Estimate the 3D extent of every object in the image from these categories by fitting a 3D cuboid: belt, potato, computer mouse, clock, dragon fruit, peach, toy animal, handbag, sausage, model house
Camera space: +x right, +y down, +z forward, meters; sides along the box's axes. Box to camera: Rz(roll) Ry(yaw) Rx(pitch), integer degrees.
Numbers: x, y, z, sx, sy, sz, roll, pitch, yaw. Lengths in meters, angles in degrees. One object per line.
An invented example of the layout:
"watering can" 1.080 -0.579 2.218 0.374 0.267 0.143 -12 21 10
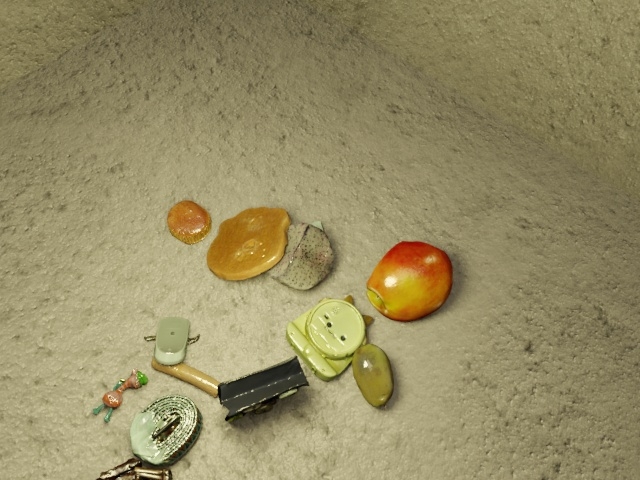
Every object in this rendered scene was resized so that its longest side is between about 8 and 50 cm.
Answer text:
"belt" -0.559 0.684 1.639 0.257 0.150 0.207 -38 64 -23
"potato" 0.210 0.536 1.786 0.174 0.159 0.252 -10 75 -40
"computer mouse" -0.592 0.399 1.802 0.127 0.079 0.231 10 35 -13
"clock" 0.054 0.375 1.885 0.348 0.117 0.286 -38 73 -22
"dragon fruit" -0.094 0.079 1.986 0.204 0.221 0.283 38 71 -36
"peach" 0.410 0.169 1.965 0.380 0.243 0.306 -37 67 -22
"toy animal" -0.759 0.579 1.718 0.103 0.100 0.208 12 56 46
"handbag" -0.212 0.554 1.650 0.303 0.329 0.122 -16 67 -20
"sausage" -0.524 0.525 1.776 0.300 0.066 0.066 23 62 4
"model house" -0.661 0.870 1.462 0.282 0.317 0.297 19 49 0

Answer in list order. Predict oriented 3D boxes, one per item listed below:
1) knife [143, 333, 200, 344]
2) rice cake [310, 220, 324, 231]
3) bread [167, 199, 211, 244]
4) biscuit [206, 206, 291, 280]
"knife" -0.606 0.407 1.850 0.221 0.021 0.046 1 57 -10
"rice cake" 0.000 0.000 2.104 0.063 0.069 0.207 -12 66 -12
"bread" -0.599 -0.088 2.065 0.198 0.104 0.199 2 64 -4
"biscuit" -0.316 0.012 1.993 0.384 0.062 0.366 -6 54 22
